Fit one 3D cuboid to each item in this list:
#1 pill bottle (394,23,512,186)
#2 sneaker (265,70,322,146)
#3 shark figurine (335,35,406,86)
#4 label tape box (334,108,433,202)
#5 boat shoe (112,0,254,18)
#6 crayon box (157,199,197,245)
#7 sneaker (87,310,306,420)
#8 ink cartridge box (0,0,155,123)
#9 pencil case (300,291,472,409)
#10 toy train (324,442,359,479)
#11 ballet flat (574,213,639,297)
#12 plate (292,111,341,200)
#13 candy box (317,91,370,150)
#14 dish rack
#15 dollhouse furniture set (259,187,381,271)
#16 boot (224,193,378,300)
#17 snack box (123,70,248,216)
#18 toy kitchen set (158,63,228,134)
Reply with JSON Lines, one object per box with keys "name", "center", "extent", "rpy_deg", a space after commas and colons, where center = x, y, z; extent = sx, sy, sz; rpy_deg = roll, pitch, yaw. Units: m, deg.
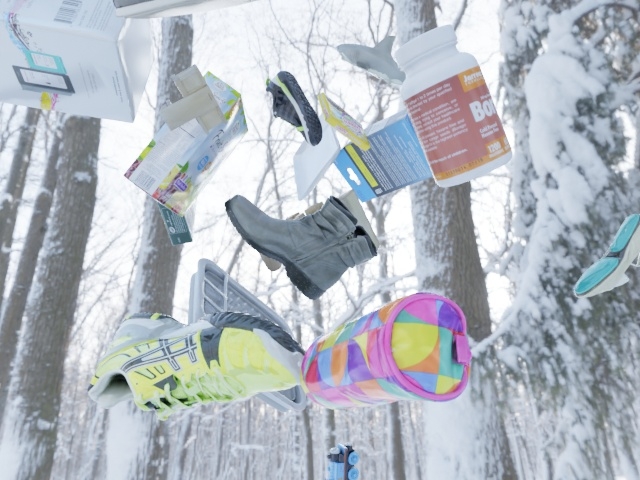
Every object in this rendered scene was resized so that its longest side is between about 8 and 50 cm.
{"name": "pill bottle", "center": [0.194, -0.200, 0.730], "extent": [0.121, 0.216, 0.121], "rpy_deg": [-24, 8, 4]}
{"name": "sneaker", "center": [-0.077, -0.352, 1.337], "extent": [0.097, 0.234, 0.084], "rpy_deg": [-29, -7, 28]}
{"name": "shark figurine", "center": [0.188, -0.475, 1.286], "extent": [0.278, 0.166, 0.116], "rpy_deg": [19, -69, -16]}
{"name": "label tape box", "center": [0.234, -0.300, 1.749], "extent": [0.334, 0.106, 0.240], "rpy_deg": [-19, -60, 38]}
{"name": "boat shoe", "center": [-0.059, -0.294, 0.474], "extent": [0.335, 0.112, 0.095], "rpy_deg": [-6, -69, 15]}
{"name": "crayon box", "center": [-0.536, -0.160, 1.837], "extent": [0.083, 0.323, 0.203], "rpy_deg": [-9, -52, -3]}
{"name": "sneaker", "center": [-0.185, 0.201, 0.726], "extent": [0.385, 0.147, 0.145], "rpy_deg": [-8, -52, 32]}
{"name": "ink cartridge box", "center": [-0.465, -0.368, 0.873], "extent": [0.270, 0.198, 0.197], "rpy_deg": [8, -30, -7]}
{"name": "pencil case", "center": [0.058, 0.125, 0.506], "extent": [0.104, 0.104, 0.236], "rpy_deg": [6, -20, -18]}
{"name": "toy train", "center": [0.069, 0.769, 1.610], "extent": [0.105, 0.184, 0.080], "rpy_deg": [5, -7, -24]}
{"name": "ballet flat", "center": [0.697, 0.052, 1.127], "extent": [0.248, 0.086, 0.086], "rpy_deg": [-52, -37, 0]}
{"name": "plate", "center": [-0.011, -0.320, 1.797], "extent": [0.045, 0.278, 0.277], "rpy_deg": [18, -50, -27]}
{"name": "candy box", "center": [0.072, -0.352, 1.453], "extent": [0.027, 0.105, 0.206], "rpy_deg": [-30, -33, 28]}
{"name": "dish rack", "center": [-0.169, 0.216, 1.055], "extent": [0.072, 0.285, 0.333], "rpy_deg": [-38, -57, 13]}
{"name": "dollhouse furniture set", "center": [0.000, 0.000, 1.203], "extent": [0.242, 0.161, 0.212], "rpy_deg": [-23, 9, 24]}
{"name": "boot", "center": [-0.029, -0.026, 0.831], "extent": [0.246, 0.083, 0.161], "rpy_deg": [44, -69, -11]}
{"name": "snack box", "center": [-0.209, -0.149, 0.802], "extent": [0.070, 0.207, 0.174], "rpy_deg": [35, -6, 0]}
{"name": "toy kitchen set", "center": [-0.176, -0.181, 0.620], "extent": [0.068, 0.075, 0.083], "rpy_deg": [-32, -40, -6]}
